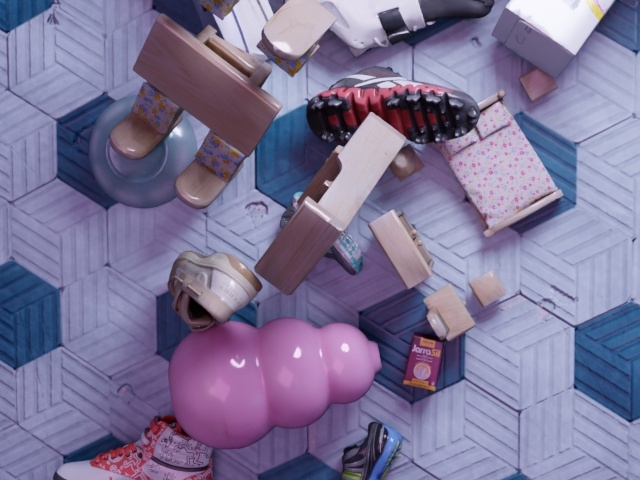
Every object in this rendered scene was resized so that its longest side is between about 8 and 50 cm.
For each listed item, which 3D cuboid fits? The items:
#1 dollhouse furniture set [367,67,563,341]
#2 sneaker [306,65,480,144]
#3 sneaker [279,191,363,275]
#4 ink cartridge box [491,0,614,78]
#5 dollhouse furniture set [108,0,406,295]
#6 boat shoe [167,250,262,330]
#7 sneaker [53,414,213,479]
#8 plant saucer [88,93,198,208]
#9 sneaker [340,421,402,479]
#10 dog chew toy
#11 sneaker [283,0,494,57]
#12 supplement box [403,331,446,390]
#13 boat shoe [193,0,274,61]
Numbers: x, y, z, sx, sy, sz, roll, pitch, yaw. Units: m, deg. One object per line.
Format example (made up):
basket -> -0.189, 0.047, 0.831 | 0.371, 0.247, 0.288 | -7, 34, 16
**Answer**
dollhouse furniture set -> 0.267, -0.056, 1.517 | 0.355, 0.174, 0.303 | -31, 89, 10
sneaker -> 0.120, -0.215, 1.539 | 0.276, 0.135, 0.098 | 3, 127, 26
sneaker -> 0.000, 0.000, 1.627 | 0.166, 0.065, 0.076 | 48, 115, 6
ink cartridge box -> 0.364, -0.359, 1.486 | 0.127, 0.128, 0.176 | 37, 85, 5
dollhouse furniture set -> -0.113, -0.154, 1.442 | 0.394, 0.256, 0.362 | 37, 135, -2
boat shoe -> -0.188, 0.085, 1.538 | 0.109, 0.302, 0.098 | 44, 71, -16
sneaker -> -0.311, 0.363, 1.677 | 0.270, 0.090, 0.145 | 8, 94, 5
plant saucer -> -0.305, -0.150, 1.668 | 0.195, 0.037, 0.195 | 1, 94, 10
sneaker -> 0.064, 0.382, 1.640 | 0.078, 0.067, 0.188 | 36, 101, 26
dog chew toy -> -0.068, 0.214, 1.581 | 0.331, 0.206, 0.207 | -11, 92, 1
sneaker -> 0.103, -0.359, 1.564 | 0.330, 0.122, 0.146 | 9, 113, 7
supplement box -> 0.170, 0.197, 1.614 | 0.055, 0.043, 0.083 | 11, 95, 9
boat shoe -> -0.140, -0.458, 1.561 | 0.156, 0.136, 0.367 | -26, 104, -16
